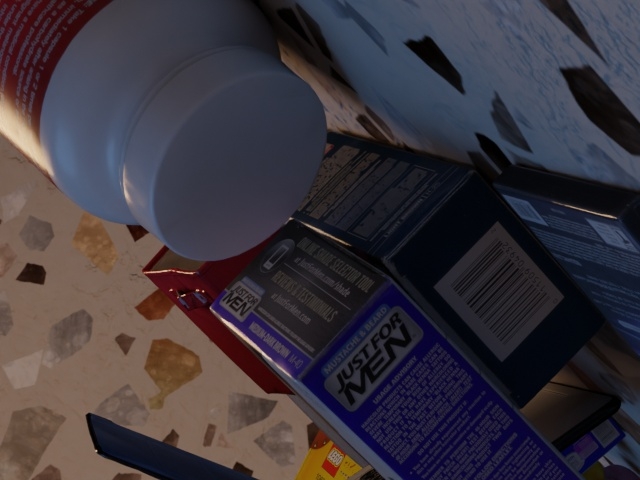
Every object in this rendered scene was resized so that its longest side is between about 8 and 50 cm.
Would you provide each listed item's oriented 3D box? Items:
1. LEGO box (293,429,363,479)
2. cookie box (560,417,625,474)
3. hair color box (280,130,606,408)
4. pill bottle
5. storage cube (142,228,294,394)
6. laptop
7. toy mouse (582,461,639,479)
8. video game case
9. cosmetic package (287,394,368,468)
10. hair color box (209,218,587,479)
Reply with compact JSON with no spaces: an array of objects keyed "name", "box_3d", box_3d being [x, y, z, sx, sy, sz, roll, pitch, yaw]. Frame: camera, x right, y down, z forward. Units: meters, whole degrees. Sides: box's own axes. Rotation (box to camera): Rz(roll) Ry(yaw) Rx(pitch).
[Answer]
[{"name":"LEGO box","box_3d":[0.208,0.484,2.595,0.372,0.193,0.500,26,-178,-26]},{"name":"cookie box","box_3d":[0.234,0.198,1.674,0.040,0.092,0.107,51,173,-7]},{"name":"hair color box","box_3d":[0.081,0.015,1.462,0.174,0.105,0.347,47,173,-18]},{"name":"pill bottle","box_3d":[-0.182,-0.158,1.501,0.408,0.229,0.229,40,171,39]},{"name":"storage cube","box_3d":[-0.024,0.027,1.713,0.193,0.215,0.184,47,163,-16]},{"name":"laptop","box_3d":[0.012,0.167,1.675,0.236,0.408,0.382,57,172,-5]},{"name":"toy mouse","box_3d":[0.308,0.244,1.704,0.143,0.031,0.161,21,180,1]},{"name":"video game case","box_3d":[0.240,0.063,1.144,0.274,0.026,0.196,47,173,-18]},{"name":"cosmetic package","box_3d":[0.080,0.220,2.408,0.230,0.161,0.453,48,173,-20]},{"name":"hair color box","box_3d":[0.084,0.145,1.346,0.339,0.110,0.185,47,173,-26]}]
